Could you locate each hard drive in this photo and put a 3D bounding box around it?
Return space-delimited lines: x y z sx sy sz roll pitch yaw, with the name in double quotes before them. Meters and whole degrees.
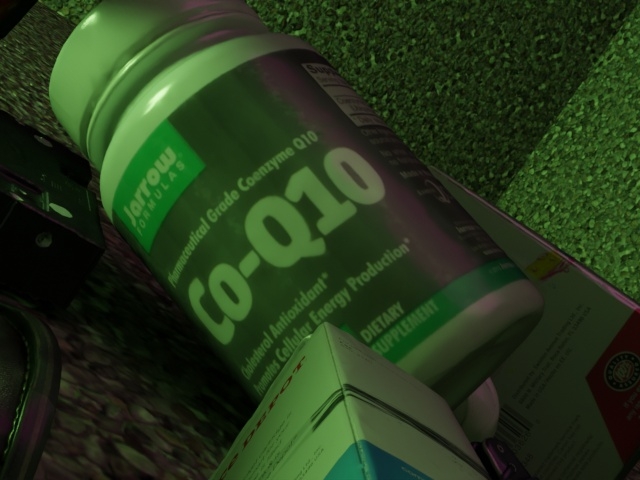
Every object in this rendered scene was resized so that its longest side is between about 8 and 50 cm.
"hard drive" -0.315 -0.088 0.721 0.339 0.064 0.237 32 8 -24

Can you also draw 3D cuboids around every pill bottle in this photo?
"pill bottle" -0.029 -0.019 0.761 0.361 0.204 0.204 49 12 19

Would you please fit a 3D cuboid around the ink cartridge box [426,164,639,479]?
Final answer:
"ink cartridge box" 0.171 0.106 0.982 0.306 0.226 0.131 39 9 24

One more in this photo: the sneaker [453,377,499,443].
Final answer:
"sneaker" 0.009 0.096 0.886 0.305 0.114 0.152 31 14 35

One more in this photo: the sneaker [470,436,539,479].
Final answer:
"sneaker" 0.123 0.202 0.642 0.163 0.086 0.226 49 2 19

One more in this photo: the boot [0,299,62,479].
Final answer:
"boot" -0.234 0.020 0.381 0.229 0.091 0.263 21 10 -39

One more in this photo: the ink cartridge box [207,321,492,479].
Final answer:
"ink cartridge box" 0.001 0.131 0.409 0.082 0.139 0.191 32 8 -9

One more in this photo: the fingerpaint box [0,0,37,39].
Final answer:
"fingerpaint box" -0.350 -0.396 0.793 0.445 0.371 0.163 55 46 -7
